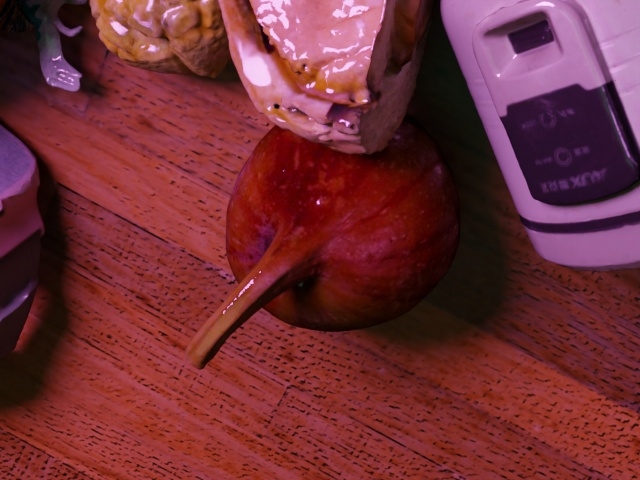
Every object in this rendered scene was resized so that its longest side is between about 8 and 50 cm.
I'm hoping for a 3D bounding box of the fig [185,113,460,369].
[{"bbox_3d":[0.005,-0.006,0.668,0.175,0.207,0.175,4,104,18],"label":"fig"}]

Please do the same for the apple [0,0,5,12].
[{"bbox_3d":[-0.308,-0.228,0.666,0.226,0.246,0.246,-20,103,17],"label":"apple"}]

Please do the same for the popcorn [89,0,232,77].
[{"bbox_3d":[-0.100,-0.169,0.698,0.106,0.116,0.121,21,125,-42],"label":"popcorn"}]

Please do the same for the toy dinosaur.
[{"bbox_3d":[-0.228,-0.204,0.748,0.187,0.044,0.106,42,123,6],"label":"toy dinosaur"}]

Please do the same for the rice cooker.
[{"bbox_3d":[0.196,-0.097,0.589,0.226,0.226,0.244,-21,105,19],"label":"rice cooker"}]

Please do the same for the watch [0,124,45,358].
[{"bbox_3d":[-0.349,0.007,0.800,0.253,0.162,0.241,40,125,1],"label":"watch"}]

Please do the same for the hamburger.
[{"bbox_3d":[0.007,-0.153,0.629,0.155,0.135,0.207,5,82,19],"label":"hamburger"}]
